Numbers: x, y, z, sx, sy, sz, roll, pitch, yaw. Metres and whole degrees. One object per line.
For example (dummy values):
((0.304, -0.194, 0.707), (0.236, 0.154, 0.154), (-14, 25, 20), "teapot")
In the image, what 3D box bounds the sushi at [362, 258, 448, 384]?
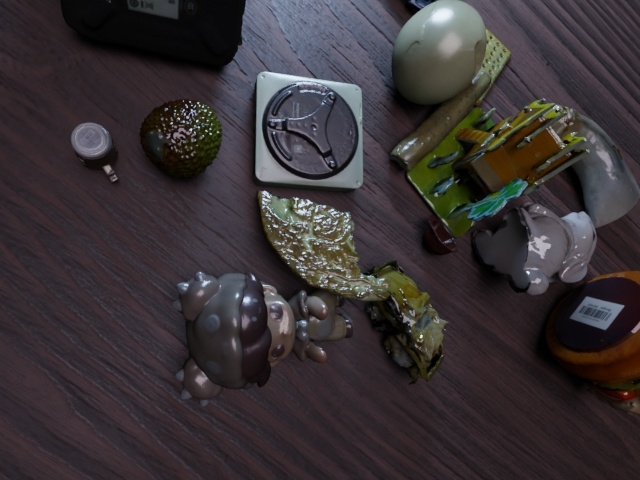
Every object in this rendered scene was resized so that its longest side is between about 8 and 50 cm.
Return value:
((0.201, 0.184, 1.002), (0.139, 0.131, 0.291), (-25, 84, -43), "sushi")

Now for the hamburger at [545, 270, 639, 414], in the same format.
((0.778, 0.256, 1.077), (0.250, 0.330, 0.330), (42, 72, -11), "hamburger")

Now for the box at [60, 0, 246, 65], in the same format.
((-0.306, -0.523, 0.809), (0.349, 0.359, 0.091), (3, 47, -19), "box")

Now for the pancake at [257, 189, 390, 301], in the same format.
((-0.002, 0.003, 0.934), (0.197, 0.054, 0.376), (-40, 78, -25), "pancake")

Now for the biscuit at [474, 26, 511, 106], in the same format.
((0.460, -0.508, 1.232), (0.139, 0.016, 0.232), (39, 72, -9), "biscuit")

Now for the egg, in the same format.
((0.293, -0.465, 1.062), (0.219, 0.219, 0.270), (29, 77, -13), "egg")

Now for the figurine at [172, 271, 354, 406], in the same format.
((-0.106, 0.169, 0.867), (0.380, 0.203, 0.249), (-4, 100, -33), "figurine")

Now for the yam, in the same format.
((0.322, -0.317, 1.119), (0.371, 0.083, 0.083), (-44, 98, -15), "yam")

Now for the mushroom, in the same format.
((0.774, -0.241, 1.247), (0.177, 0.126, 0.397), (-38, 99, -11), "mushroom")

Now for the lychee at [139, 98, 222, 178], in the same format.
((-0.277, -0.209, 0.874), (0.171, 0.171, 0.172), (3, 82, -18), "lychee")

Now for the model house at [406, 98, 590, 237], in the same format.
((0.434, -0.202, 1.029), (0.357, 0.312, 0.243), (-40, 94, -18), "model house")

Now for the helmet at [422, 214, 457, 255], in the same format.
((0.291, -0.003, 1.086), (0.111, 0.057, 0.089), (51, 35, 0), "helmet")

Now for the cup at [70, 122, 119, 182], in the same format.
((-0.441, -0.168, 0.837), (0.074, 0.099, 0.102), (-5, 84, -18), "cup")

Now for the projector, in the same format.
((-0.025, -0.251, 0.999), (0.258, 0.079, 0.258), (2, 83, -17), "projector")

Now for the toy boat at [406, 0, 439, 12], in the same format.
((0.268, -0.675, 1.157), (0.223, 0.100, 0.097), (25, 113, -10), "toy boat")

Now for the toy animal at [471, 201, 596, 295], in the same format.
((0.600, 0.022, 1.129), (0.356, 0.194, 0.258), (3, 72, -26), "toy animal")
